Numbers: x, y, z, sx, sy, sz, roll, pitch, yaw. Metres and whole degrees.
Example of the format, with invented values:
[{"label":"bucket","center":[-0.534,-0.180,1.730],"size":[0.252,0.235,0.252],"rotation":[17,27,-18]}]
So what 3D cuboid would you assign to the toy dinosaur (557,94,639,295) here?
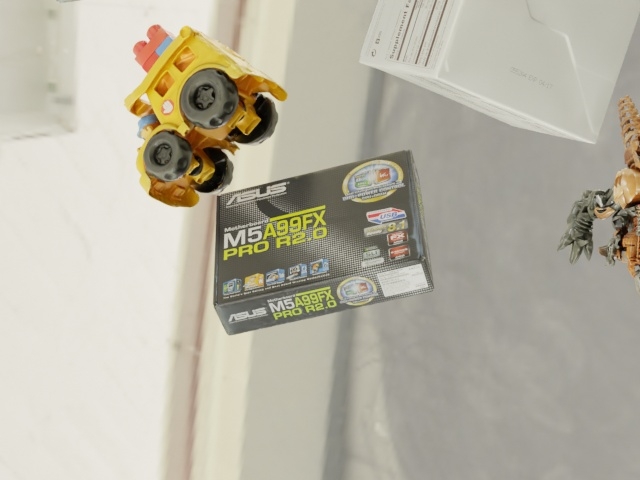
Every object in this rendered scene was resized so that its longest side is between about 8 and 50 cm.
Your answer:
[{"label":"toy dinosaur","center":[0.472,-0.048,1.977],"size":[0.218,0.164,0.321],"rotation":[121,169,-67]}]

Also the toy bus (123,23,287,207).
[{"label":"toy bus","center":[-0.192,-0.185,1.852],"size":[0.220,0.211,0.149],"rotation":[-51,-23,11]}]

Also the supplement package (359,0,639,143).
[{"label":"supplement package","center":[0.210,-0.250,1.539],"size":[0.262,0.145,0.204],"rotation":[16,-87,-38]}]

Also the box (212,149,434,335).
[{"label":"box","center":[0.000,0.000,1.728],"size":[0.216,0.270,0.060],"rotation":[-92,-14,-47]}]

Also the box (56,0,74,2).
[{"label":"box","center":[-0.165,-0.429,1.473],"size":[0.183,0.296,0.294],"rotation":[-28,-67,-49]}]
